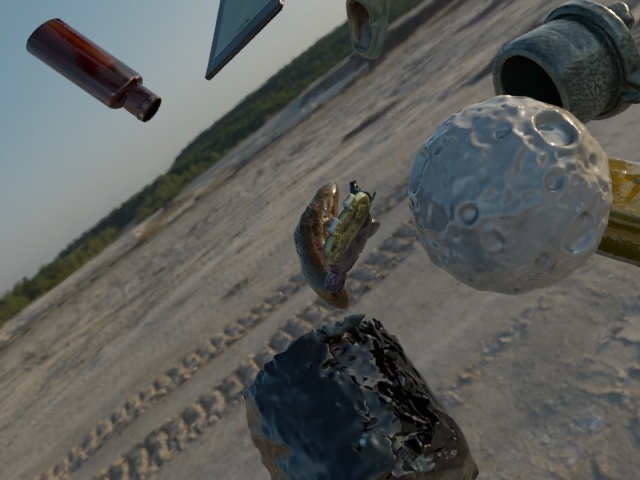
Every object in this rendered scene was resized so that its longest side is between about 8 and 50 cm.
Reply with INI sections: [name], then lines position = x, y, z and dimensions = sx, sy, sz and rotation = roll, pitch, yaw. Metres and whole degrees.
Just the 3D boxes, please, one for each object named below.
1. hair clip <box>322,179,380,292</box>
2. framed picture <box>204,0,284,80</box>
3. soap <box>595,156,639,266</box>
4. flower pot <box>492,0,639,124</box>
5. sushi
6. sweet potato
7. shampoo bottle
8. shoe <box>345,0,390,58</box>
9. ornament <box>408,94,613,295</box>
[hair clip]
position = 0.050, -0.020, 1.121
dimensions = 0.056, 0.146, 0.187
rotation = 11, 60, 20
[framed picture]
position = -0.129, -0.499, 1.272
dimensions = 0.265, 0.016, 0.346
rotation = -27, 50, 47
[soap]
position = 0.613, -0.085, 1.440
dimensions = 0.281, 0.143, 0.259
rotation = 18, 45, 40
[flower pot]
position = 0.581, -0.373, 1.503
dimensions = 0.283, 0.299, 0.299
rotation = -32, 9, -16
[sushi]
position = 0.050, 0.298, 1.043
dimensions = 0.281, 0.294, 0.299
rotation = -38, -31, 15
[sweet potato]
position = -0.003, 0.002, 1.507
dimensions = 0.114, 0.092, 0.341
rotation = -3, 55, -2
[shampoo bottle]
position = -0.433, -0.326, 1.307
dimensions = 0.102, 0.260, 0.064
rotation = -54, 0, -41
[shoe]
position = 0.096, -0.524, 1.452
dimensions = 0.100, 0.250, 0.103
rotation = -9, 16, -40
[ornament]
position = 0.304, -0.078, 1.135
dimensions = 0.337, 0.337, 0.337
rotation = -36, 11, 8
